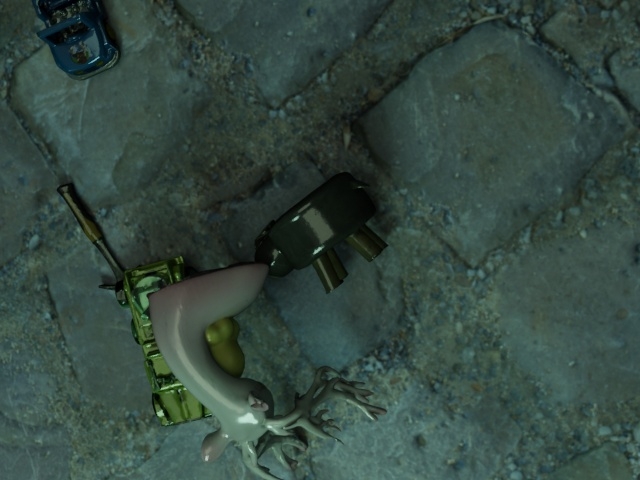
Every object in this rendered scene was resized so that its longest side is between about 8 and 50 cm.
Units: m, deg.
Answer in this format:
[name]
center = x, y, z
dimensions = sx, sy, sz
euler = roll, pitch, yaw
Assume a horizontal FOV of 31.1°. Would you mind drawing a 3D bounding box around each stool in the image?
[stool]
center = 0.005, -0.004, 1.734
dimensions = 0.139, 0.153, 0.228
euler = 53, 146, 0

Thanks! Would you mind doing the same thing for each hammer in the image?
[hammer]
center = -0.369, -0.005, 1.868
dimensions = 0.078, 0.021, 0.201
euler = -35, 87, 13

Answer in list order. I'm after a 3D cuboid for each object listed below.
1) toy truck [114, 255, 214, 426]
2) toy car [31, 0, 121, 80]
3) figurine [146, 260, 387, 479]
[toy truck]
center = -0.241, 0.168, 1.795
dimensions = 0.128, 0.135, 0.259
euler = -14, 97, 8
[toy car]
center = -0.396, -0.352, 1.801
dimensions = 0.097, 0.100, 0.191
euler = -21, 91, 14
[figurine]
center = -0.081, 0.199, 1.700
dimensions = 0.206, 0.284, 0.315
euler = -27, 72, 36
